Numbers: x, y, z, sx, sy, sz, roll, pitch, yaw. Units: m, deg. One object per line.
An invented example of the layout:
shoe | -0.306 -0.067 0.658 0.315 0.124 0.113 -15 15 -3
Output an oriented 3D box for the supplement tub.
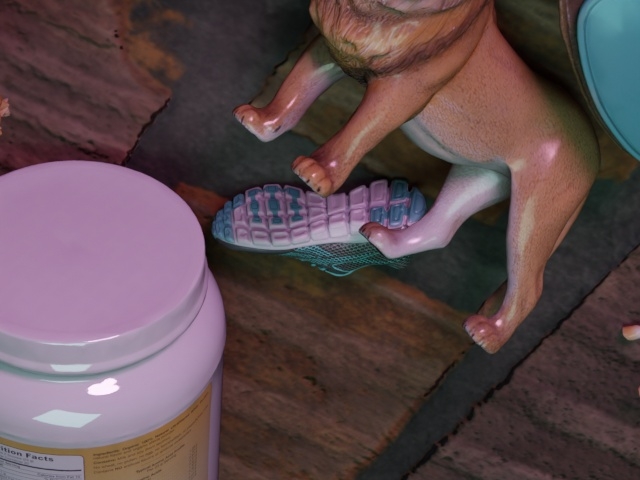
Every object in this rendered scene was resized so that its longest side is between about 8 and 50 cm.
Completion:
supplement tub | -0.188 0.117 1.427 0.228 0.228 0.316 4 133 -1

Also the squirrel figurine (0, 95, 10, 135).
squirrel figurine | -0.409 -0.097 1.168 0.397 0.281 0.370 22 154 -5

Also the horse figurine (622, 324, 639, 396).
horse figurine | 0.365 0.133 1.531 0.174 0.066 0.263 -13 129 22

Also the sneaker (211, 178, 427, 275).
sneaker | 0.000 0.000 1.425 0.166 0.065 0.076 -1 137 5

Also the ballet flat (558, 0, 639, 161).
ballet flat | 0.185 -0.201 1.182 0.116 0.124 0.342 -23 129 13

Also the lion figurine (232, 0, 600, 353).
lion figurine | 0.102 -0.097 1.286 0.240 0.142 0.392 -47 138 0
